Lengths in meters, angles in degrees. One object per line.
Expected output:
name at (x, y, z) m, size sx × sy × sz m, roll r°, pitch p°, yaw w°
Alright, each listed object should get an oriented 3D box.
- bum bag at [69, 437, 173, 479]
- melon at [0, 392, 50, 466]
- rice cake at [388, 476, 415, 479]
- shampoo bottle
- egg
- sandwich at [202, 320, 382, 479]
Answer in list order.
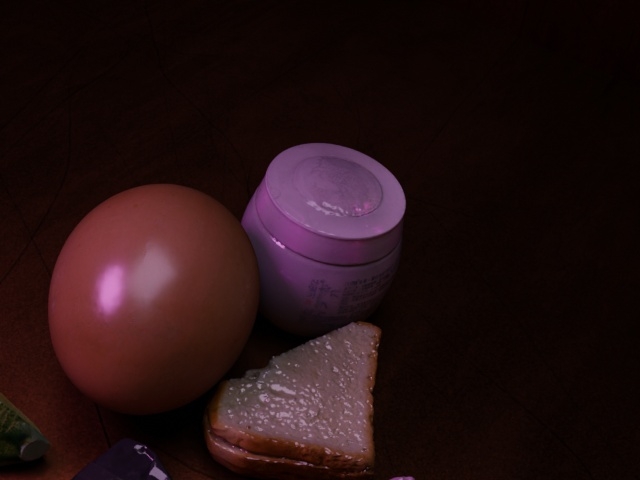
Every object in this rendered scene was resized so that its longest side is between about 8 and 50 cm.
bum bag at (-0.311, 0.356, 1.134) m, size 0.248 × 0.060 × 0.123 m, roll -29°, pitch 56°, yaw -36°
melon at (-0.524, 0.208, 1.192) m, size 0.323 × 0.196 × 0.124 m, roll 30°, pitch 17°, yaw 15°
rice cake at (0.027, 0.451, 1.096) m, size 0.064 × 0.070 × 0.399 m, roll 22°, pitch 41°, yaw 18°
shampoo bottle at (0.000, 0.000, 1.446) m, size 0.272 × 0.266 × 0.273 m, roll 9°, pitch 40°, yaw -8°
egg at (-0.240, 0.081, 1.272) m, size 0.301 × 0.301 × 0.374 m, roll 8°, pitch 31°, yaw -3°
sandwich at (-0.035, 0.227, 1.311) m, size 0.254 × 0.100 × 0.288 m, roll 11°, pitch 42°, yaw 0°
